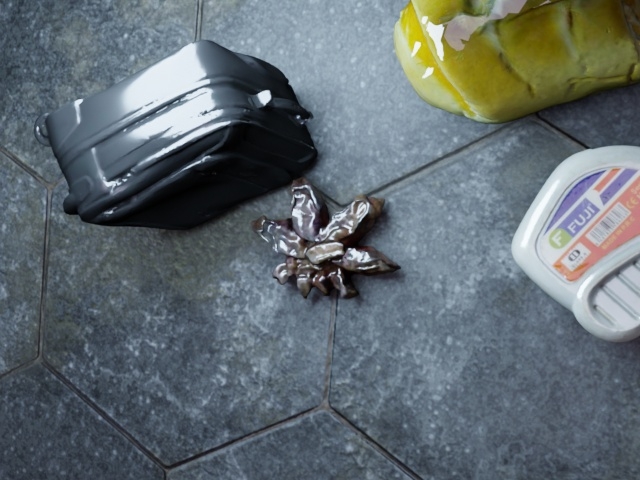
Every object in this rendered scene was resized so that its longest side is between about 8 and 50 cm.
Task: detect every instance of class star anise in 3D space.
[{"bbox_3d":[0.007,-0.002,1.220,0.220,0.099,0.214,-26,94,17],"label":"star anise"}]

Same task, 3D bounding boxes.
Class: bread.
[{"bbox_3d":[0.259,-0.323,1.067,0.342,0.210,0.300,-12,86,19],"label":"bread"}]

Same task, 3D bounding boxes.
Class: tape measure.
[{"bbox_3d":[0.425,-0.003,1.067,0.265,0.130,0.258,45,102,17],"label":"tape measure"}]

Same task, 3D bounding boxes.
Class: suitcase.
[{"bbox_3d":[-0.191,-0.149,1.150,0.340,0.345,0.188,-25,79,18],"label":"suitcase"}]
